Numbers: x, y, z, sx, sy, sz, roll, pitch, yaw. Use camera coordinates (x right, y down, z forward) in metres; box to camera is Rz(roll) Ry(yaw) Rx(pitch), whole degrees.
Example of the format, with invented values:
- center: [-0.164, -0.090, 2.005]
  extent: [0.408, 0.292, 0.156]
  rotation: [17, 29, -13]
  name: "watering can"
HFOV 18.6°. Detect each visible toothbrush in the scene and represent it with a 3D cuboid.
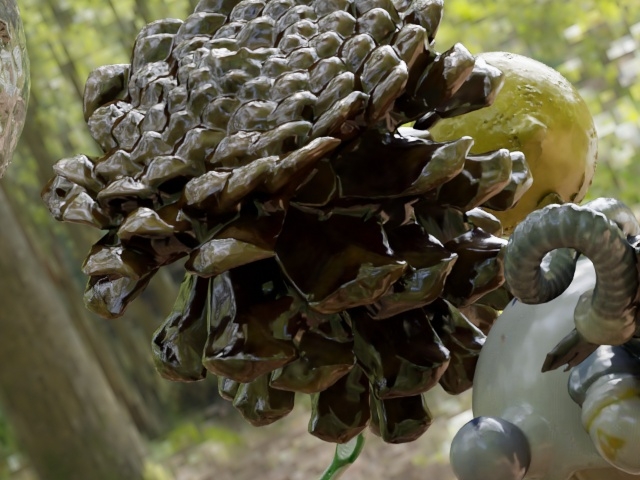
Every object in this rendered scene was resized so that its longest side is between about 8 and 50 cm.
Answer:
- center: [0.024, 0.199, 1.875]
  extent: [0.304, 0.030, 0.030]
  rotation: [-55, -8, 24]
  name: "toothbrush"

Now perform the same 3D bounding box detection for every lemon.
- center: [0.169, -0.091, 1.826]
  extent: [0.173, 0.173, 0.206]
  rotation: [-27, 25, -20]
  name: "lemon"

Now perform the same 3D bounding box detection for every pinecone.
- center: [0.000, 0.000, 1.467]
  extent: [0.384, 0.384, 0.384]
  rotation: [-25, 6, 3]
  name: "pinecone"

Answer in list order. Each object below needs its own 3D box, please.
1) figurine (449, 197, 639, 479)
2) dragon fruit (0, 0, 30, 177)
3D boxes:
- center: [0.208, 0.081, 1.192]
  extent: [0.261, 0.186, 0.382]
  rotation: [-2, -15, -9]
  name: "figurine"
- center: [-0.345, -0.156, 1.709]
  extent: [0.204, 0.221, 0.283]
  rotation: [-35, 45, 9]
  name: "dragon fruit"
